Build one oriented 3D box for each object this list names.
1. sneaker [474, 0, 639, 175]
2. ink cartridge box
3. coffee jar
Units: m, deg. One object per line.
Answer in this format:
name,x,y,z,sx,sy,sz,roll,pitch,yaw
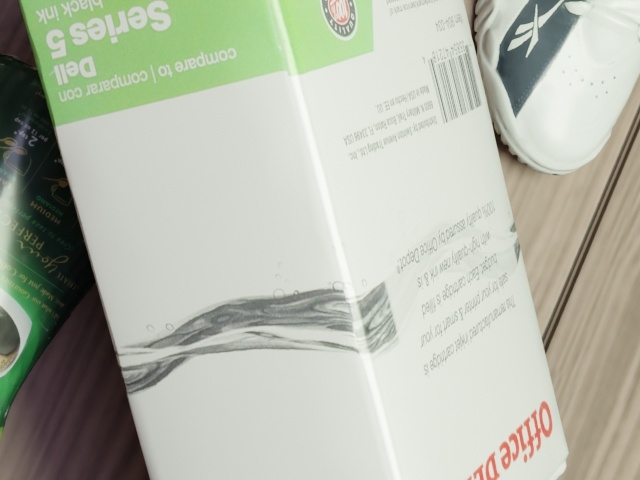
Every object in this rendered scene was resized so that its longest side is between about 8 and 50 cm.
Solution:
sneaker,0.161,-0.146,0.888,0.094,0.153,0.235,27,80,-21
ink cartridge box,0.000,0.000,0.789,0.198,0.115,0.272,-27,105,-64
coffee jar,-0.151,0.020,0.792,0.096,0.079,0.184,39,75,-27
